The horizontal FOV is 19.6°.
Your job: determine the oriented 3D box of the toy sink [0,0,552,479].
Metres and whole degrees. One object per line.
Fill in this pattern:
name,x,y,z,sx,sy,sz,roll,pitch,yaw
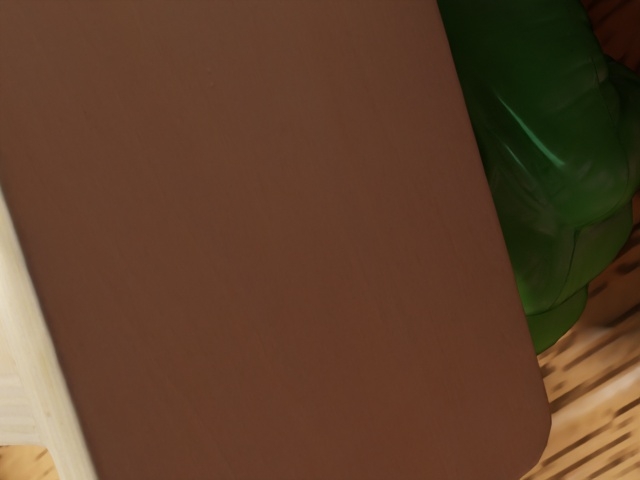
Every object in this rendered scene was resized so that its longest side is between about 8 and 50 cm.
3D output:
toy sink,-0.060,-0.024,0.478,0.131,0.153,0.234,-7,104,46

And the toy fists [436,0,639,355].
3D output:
toy fists,0.000,0.000,0.616,0.279,0.096,0.142,-35,73,46
